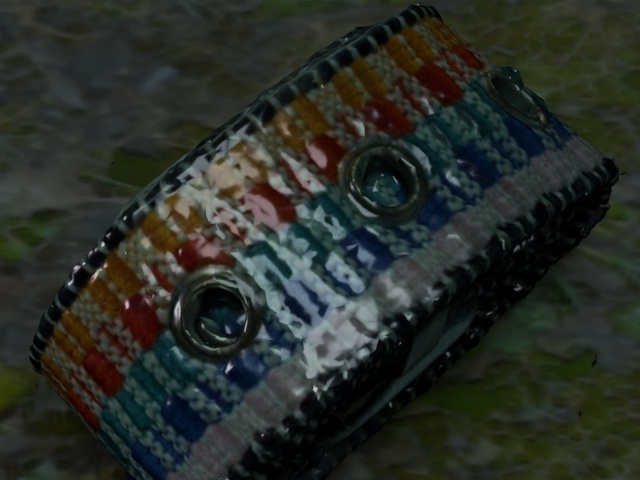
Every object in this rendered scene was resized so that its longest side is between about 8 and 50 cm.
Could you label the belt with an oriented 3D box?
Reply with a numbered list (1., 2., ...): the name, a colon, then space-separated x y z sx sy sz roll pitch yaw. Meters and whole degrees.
1. belt: 0.000 0.000 0.940 0.295 0.207 0.160 -41 77 -18
